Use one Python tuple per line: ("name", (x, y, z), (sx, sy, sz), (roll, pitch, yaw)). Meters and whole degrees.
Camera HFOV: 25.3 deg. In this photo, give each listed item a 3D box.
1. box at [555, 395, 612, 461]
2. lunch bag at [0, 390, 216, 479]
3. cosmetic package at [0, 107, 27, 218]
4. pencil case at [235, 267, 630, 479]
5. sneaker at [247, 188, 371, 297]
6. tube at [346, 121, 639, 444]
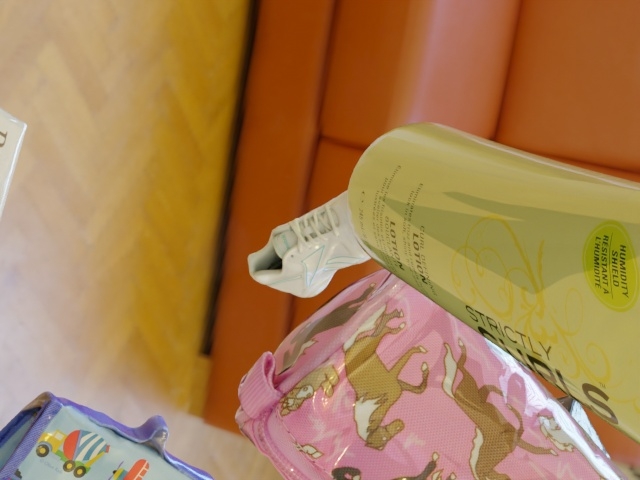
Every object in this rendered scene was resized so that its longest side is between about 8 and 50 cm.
("box", (0.198, 0.264, 1.278), (0.153, 0.108, 0.207), (60, 30, -16))
("lunch bag", (-0.228, 0.271, 1.293), (0.221, 0.138, 0.293), (35, 101, -25))
("cosmetic package", (-0.320, -0.041, 0.573), (0.365, 0.155, 0.197), (33, 53, -40))
("pencil case", (0.117, 0.186, 0.892), (0.160, 0.386, 0.167), (-40, -176, 15))
("sneaker", (0.000, 0.000, 1.109), (0.061, 0.152, 0.053), (8, 55, -36))
("tube", (0.073, 0.008, 0.446), (0.070, 0.240, 0.062), (33, 91, -23))
